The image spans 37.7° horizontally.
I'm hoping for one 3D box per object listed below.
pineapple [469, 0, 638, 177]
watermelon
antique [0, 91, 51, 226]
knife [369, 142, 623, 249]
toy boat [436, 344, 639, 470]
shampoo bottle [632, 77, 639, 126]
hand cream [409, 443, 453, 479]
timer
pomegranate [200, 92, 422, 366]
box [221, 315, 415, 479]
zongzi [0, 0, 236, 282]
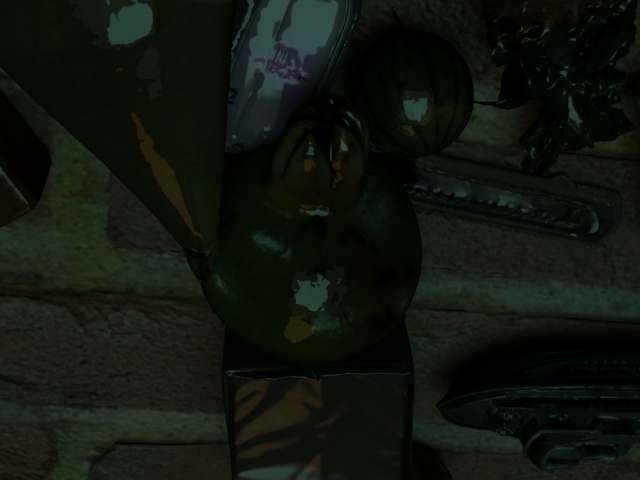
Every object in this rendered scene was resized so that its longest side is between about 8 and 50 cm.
[{"bbox_3d":[0.179,-0.184,0.758,0.170,0.141,0.310,-37,131,-18],"label":"pineapple"},{"bbox_3d":[0.075,-0.136,0.799,0.105,0.105,0.133,-12,87,1],"label":"watermelon"},{"bbox_3d":[-0.392,-0.014,0.822,0.310,0.093,0.087,-25,121,10],"label":"antique"},{"bbox_3d":[0.129,-0.054,0.886,0.365,0.043,0.089,13,119,-15],"label":"knife"},{"bbox_3d":[0.272,0.177,1.004,0.296,0.122,0.114,-2,146,-2],"label":"toy boat"},{"bbox_3d":[0.365,-0.053,0.887,0.118,0.087,0.234,-19,123,1],"label":"shampoo bottle"},{"bbox_3d":[0.066,0.328,1.101,0.084,0.084,0.203,31,117,-23],"label":"hand cream"},{"bbox_3d":[-0.074,-0.171,0.765,0.191,0.069,0.208,19,116,-9],"label":"timer"},{"bbox_3d":[0.010,0.005,0.776,0.190,0.159,0.241,13,129,-35],"label":"pomegranate"},{"bbox_3d":[-0.003,0.170,0.949,0.188,0.153,0.252,-1,124,-5],"label":"box"},{"bbox_3d":[-0.262,-0.180,0.637,0.447,0.181,0.418,5,113,-1],"label":"zongzi"}]
